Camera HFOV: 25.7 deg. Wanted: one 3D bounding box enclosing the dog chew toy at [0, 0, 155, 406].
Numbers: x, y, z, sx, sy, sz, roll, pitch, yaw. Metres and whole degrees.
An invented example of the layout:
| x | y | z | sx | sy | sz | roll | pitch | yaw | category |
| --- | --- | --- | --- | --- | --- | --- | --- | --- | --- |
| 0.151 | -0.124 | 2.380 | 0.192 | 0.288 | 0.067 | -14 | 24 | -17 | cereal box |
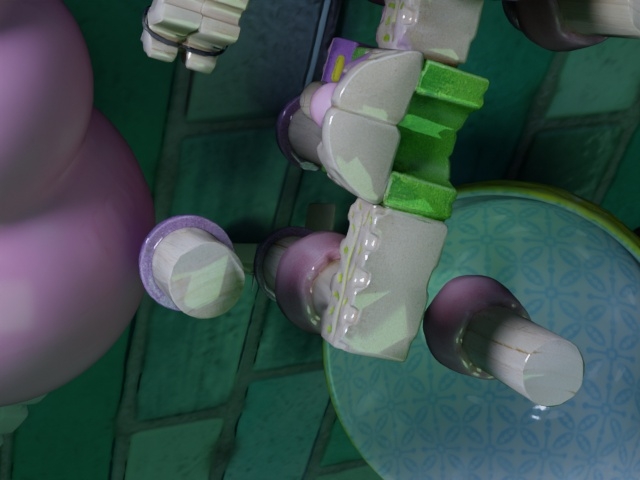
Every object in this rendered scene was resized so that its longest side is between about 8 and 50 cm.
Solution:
| x | y | z | sx | sy | sz | roll | pitch | yaw | category |
| --- | --- | --- | --- | --- | --- | --- | --- | --- | --- |
| -0.206 | -0.064 | 0.758 | 0.207 | 0.206 | 0.332 | -18 | 133 | -12 | dog chew toy |

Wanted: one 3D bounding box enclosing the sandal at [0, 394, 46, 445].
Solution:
| x | y | z | sx | sy | sz | roll | pitch | yaw | category |
| --- | --- | --- | --- | --- | --- | --- | --- | --- | --- |
| -0.324 | 0.140 | 0.998 | 0.416 | 0.102 | 0.169 | -40 | 157 | -5 | sandal |

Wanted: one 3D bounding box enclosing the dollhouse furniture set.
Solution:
| x | y | z | sx | sy | sz | roll | pitch | yaw | category |
| --- | --- | --- | --- | --- | --- | --- | --- | --- | --- |
| 0.000 | 0.000 | 1.044 | 0.152 | 0.058 | 0.076 | 2 | 166 | 33 | dollhouse furniture set |

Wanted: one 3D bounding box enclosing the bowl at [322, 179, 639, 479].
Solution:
| x | y | z | sx | sy | sz | roll | pitch | yaw | category |
| --- | --- | --- | --- | --- | --- | --- | --- | --- | --- |
| 0.161 | 0.073 | 1.129 | 0.289 | 0.289 | 0.156 | -51 | 178 | 27 | bowl |

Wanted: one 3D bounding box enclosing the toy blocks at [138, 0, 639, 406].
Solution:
| x | y | z | sx | sy | sz | roll | pitch | yaw | category |
| --- | --- | --- | --- | --- | --- | --- | --- | --- | --- |
| 0.011 | -0.081 | 0.869 | 0.309 | 0.260 | 0.288 | 13 | 97 | -21 | toy blocks |

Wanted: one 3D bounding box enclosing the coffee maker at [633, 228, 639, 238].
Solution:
| x | y | z | sx | sy | sz | roll | pitch | yaw | category |
| --- | --- | --- | --- | --- | --- | --- | --- | --- | --- |
| 0.326 | 0.081 | 1.245 | 0.120 | 0.178 | 0.171 | -21 | 141 | -11 | coffee maker |
